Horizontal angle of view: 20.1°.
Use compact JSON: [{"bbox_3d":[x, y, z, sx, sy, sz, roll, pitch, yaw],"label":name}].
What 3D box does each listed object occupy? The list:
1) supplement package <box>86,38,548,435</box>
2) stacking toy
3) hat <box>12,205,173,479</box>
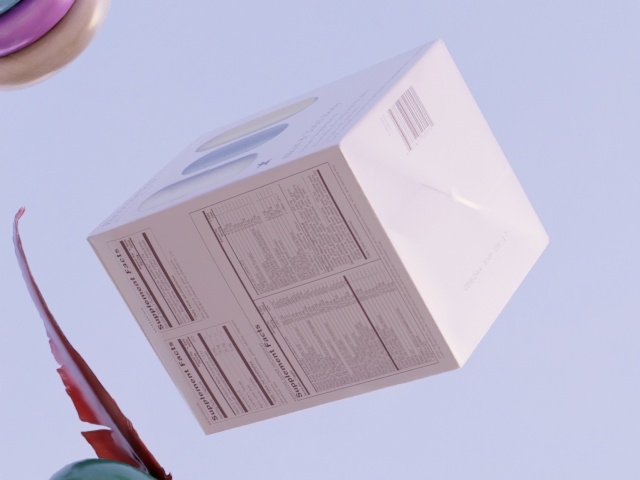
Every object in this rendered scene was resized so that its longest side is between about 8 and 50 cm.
[{"bbox_3d":[0.000,0.000,1.443,0.262,0.199,0.198,-19,-72,36],"label":"supplement package"},{"bbox_3d":[-0.298,-0.263,1.345,0.141,0.141,0.330,-25,-46,15],"label":"stacking toy"},{"bbox_3d":[-0.082,0.110,0.809,0.208,0.173,0.184,12,-75,11],"label":"hat"}]
